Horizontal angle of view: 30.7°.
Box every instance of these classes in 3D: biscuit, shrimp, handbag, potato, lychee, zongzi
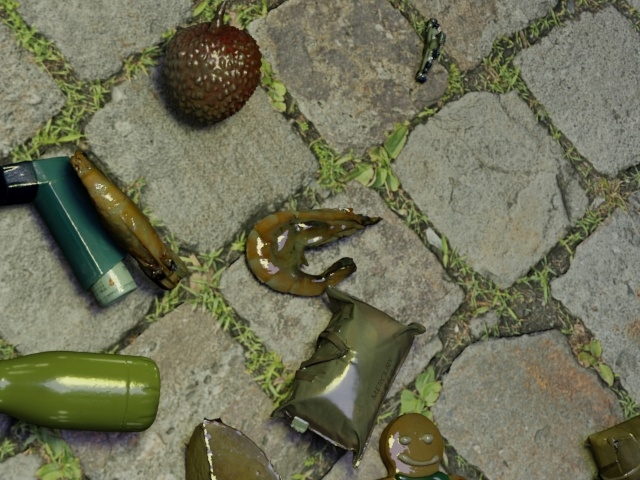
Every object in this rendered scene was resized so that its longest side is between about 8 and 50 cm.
[{"bbox_3d":[0.161,0.423,1.854,0.197,0.049,0.301,3,71,-26],"label":"biscuit"},{"bbox_3d":[-0.294,-0.036,1.756,0.058,0.173,0.253,-37,117,-1],"label":"shrimp"},{"bbox_3d":[0.040,0.203,1.838,0.183,0.117,0.270,30,64,-3],"label":"handbag"},{"bbox_3d":[-0.120,0.388,1.709,0.138,0.098,0.243,5,65,-27],"label":"potato"},{"bbox_3d":[0.001,0.017,1.912,0.254,0.059,0.145,-3,77,-25],"label":"shrimp"},{"bbox_3d":[-0.174,-0.284,1.870,0.165,0.165,0.197,-8,117,-26],"label":"lychee"},{"bbox_3d":[0.553,0.398,2.027,0.160,0.078,0.176,-17,90,-28],"label":"zongzi"}]

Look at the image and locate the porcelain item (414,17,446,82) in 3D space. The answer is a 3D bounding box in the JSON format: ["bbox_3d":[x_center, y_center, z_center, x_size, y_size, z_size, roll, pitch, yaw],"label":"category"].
[{"bbox_3d":[0.207,-0.356,2.120,0.021,0.075,0.136,20,66,-16],"label":"porcelain item"}]

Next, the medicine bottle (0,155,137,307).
[{"bbox_3d":[-0.377,-0.016,1.738,0.124,0.079,0.258,-32,88,-37],"label":"medicine bottle"}]

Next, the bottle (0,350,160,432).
[{"bbox_3d":[-0.364,0.211,1.649,0.260,0.112,0.112,7,70,-23],"label":"bottle"}]
